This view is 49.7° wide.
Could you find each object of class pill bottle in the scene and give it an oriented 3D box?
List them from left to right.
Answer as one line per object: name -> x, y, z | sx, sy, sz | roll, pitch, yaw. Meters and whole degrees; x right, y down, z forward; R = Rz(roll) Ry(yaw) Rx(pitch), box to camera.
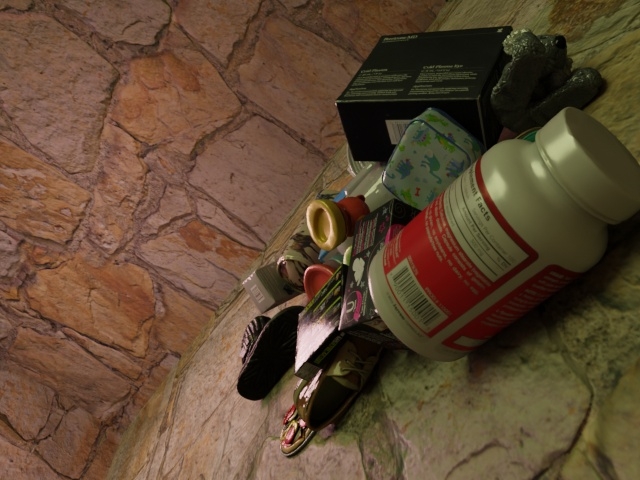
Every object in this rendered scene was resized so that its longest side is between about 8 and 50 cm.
pill bottle -> 0.278, -0.003, 1.060 | 0.408, 0.229, 0.229 | -45, 15, 36

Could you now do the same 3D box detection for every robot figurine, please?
robot figurine -> 0.162, -0.068, 1.743 | 0.353, 0.199, 0.300 | -49, 47, 24

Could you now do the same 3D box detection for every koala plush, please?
koala plush -> 0.458, -0.358, 1.459 | 0.203, 0.196, 0.221 | -56, 11, 48

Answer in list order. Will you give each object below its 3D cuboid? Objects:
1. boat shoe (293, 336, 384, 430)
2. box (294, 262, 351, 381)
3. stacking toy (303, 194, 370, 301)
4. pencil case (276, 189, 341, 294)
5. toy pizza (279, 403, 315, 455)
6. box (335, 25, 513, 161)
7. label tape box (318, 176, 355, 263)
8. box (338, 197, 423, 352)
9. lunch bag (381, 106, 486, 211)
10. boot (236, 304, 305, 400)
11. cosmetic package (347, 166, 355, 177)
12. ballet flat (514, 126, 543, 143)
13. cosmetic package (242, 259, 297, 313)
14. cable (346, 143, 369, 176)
boat shoe -> 0.062, 0.269, 1.454 | 0.324, 0.122, 0.120 | -58, 18, 14
box -> 0.011, 0.172, 1.463 | 0.191, 0.045, 0.184 | -52, 19, 32
stacking toy -> 0.090, 0.067, 1.598 | 0.130, 0.279, 0.309 | -19, -48, -31
pencil case -> 0.000, 0.000, 2.247 | 0.159, 0.184, 0.410 | -7, 35, 29
toy pizza -> -0.042, 0.411, 1.625 | 0.201, 0.032, 0.201 | -51, 12, 16
box -> 0.263, -0.344, 1.637 | 0.343, 0.179, 0.312 | 6, 46, 29
label tape box -> 0.123, -0.080, 2.061 | 0.240, 0.106, 0.334 | -45, 16, 30
box -> 0.152, 0.073, 1.351 | 0.142, 0.163, 0.247 | -30, 43, 54
lunch bag -> 0.243, -0.160, 1.498 | 0.090, 0.176, 0.219 | -39, -18, -41
boot -> -0.143, 0.292, 2.100 | 0.348, 0.131, 0.260 | -51, 12, 16
cosmetic package -> 0.232, -0.307, 2.401 | 0.284, 0.097, 0.377 | -50, 12, 7
ballet flat -> 0.345, -0.080, 1.328 | 0.316, 0.107, 0.106 | -55, 5, -11
cosmetic package -> -0.122, 0.132, 2.252 | 0.238, 0.127, 0.107 | -27, -11, -44
cable -> 0.195, -0.253, 1.879 | 0.089, 0.257, 0.257 | -6, -54, -56
